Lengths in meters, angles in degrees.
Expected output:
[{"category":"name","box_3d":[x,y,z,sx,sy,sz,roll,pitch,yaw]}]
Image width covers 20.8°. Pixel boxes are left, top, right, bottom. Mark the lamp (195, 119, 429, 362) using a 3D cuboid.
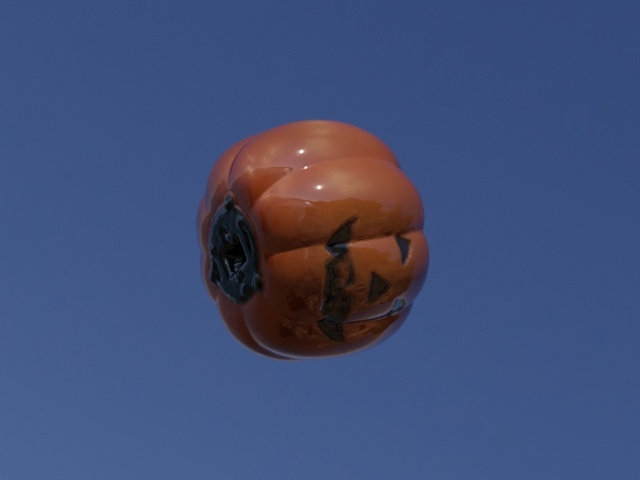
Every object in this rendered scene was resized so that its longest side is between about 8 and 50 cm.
[{"category":"lamp","box_3d":[0.000,0.000,1.328,0.163,0.188,0.187,-6,-20,-32]}]
